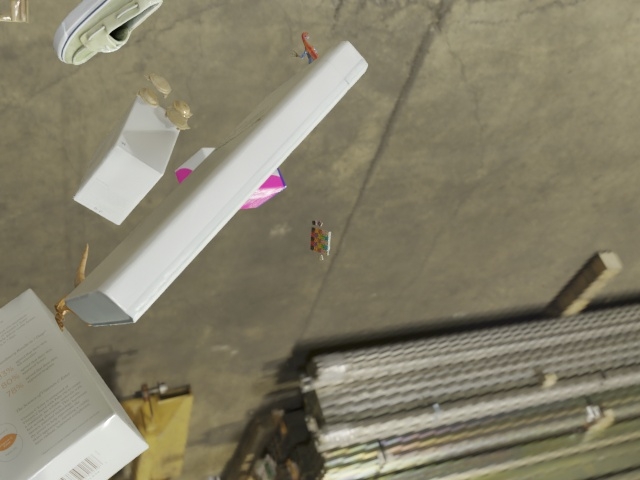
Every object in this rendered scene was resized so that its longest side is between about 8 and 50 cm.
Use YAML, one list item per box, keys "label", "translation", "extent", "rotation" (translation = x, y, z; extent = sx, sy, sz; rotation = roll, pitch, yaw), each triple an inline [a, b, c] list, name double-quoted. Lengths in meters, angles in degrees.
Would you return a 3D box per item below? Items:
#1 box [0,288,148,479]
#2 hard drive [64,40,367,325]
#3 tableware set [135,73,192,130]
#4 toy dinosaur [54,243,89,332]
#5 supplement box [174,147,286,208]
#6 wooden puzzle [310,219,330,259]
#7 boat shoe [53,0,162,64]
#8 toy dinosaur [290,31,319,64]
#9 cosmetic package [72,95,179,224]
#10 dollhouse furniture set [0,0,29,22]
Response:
- label: "box"
  translation: [-0.508, 0.293, 1.441]
  extent: [0.215, 0.345, 0.168]
  rotation: [-37, 147, -14]
- label: "hard drive"
  translation: [-0.116, -0.054, 0.848]
  extent: [0.353, 0.047, 0.233]
  rotation: [-49, -166, -22]
- label: "tableware set"
  translation: [-0.383, -0.345, 1.985]
  extent: [0.020, 0.141, 0.169]
  rotation: [-38, 105, 26]
- label: "toy dinosaur"
  translation: [-0.374, 0.092, 1.274]
  extent: [0.112, 0.211, 0.064]
  rotation: [-26, 129, -30]
- label: "supplement box"
  translation: [-0.203, -0.140, 1.817]
  extent: [0.114, 0.111, 0.220]
  rotation: [-31, 166, 35]
- label: "wooden puzzle"
  translation: [0.000, 0.000, 1.624]
  extent: [0.006, 0.049, 0.083]
  rotation: [-13, 113, -46]
- label: "boat shoe"
  translation: [-0.412, -0.411, 1.518]
  extent: [0.302, 0.094, 0.109]
  rotation: [-30, -178, 43]
- label: "toy dinosaur"
  translation: [-0.012, -0.367, 1.558]
  extent: [0.047, 0.090, 0.082]
  rotation: [-38, 125, -35]
- label: "cosmetic package"
  translation: [-0.475, -0.202, 1.977]
  extent: [0.138, 0.224, 0.225]
  rotation: [32, 129, -21]
- label: "dollhouse furniture set"
  translation: [-0.662, -0.501, 1.576]
  extent: [0.151, 0.144, 0.123]
  rotation: [-1, 103, -17]
